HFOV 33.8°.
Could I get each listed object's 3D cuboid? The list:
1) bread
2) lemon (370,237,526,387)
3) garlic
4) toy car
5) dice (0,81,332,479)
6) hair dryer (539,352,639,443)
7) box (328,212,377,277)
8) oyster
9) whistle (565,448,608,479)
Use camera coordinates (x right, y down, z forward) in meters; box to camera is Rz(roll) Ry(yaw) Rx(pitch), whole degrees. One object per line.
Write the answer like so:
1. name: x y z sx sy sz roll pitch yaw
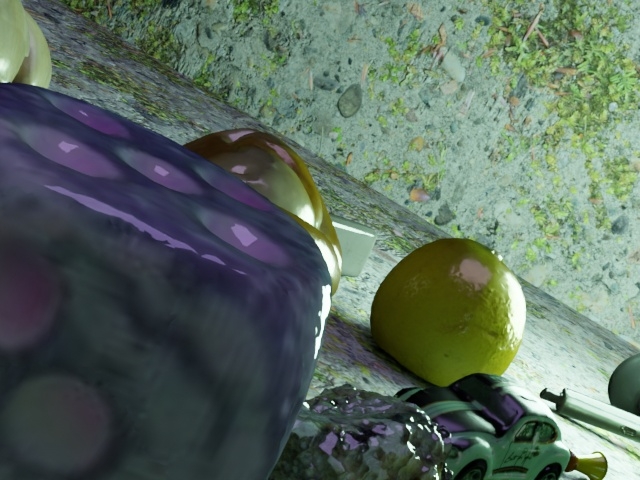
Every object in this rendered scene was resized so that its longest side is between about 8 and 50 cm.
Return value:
1. bread: -0.130 -0.016 1.261 0.329 0.245 0.424 27 14 -6
2. lemon: 0.209 0.105 1.636 0.240 0.219 0.240 30 7 -4
3. garlic: -0.586 -0.341 1.796 0.313 0.286 0.249 29 54 30
4. toy car: 0.200 0.231 1.293 0.306 0.125 0.136 19 15 -47
5. dice: -0.167 0.068 0.720 0.271 0.270 0.270 26 12 -14
6. hair dryer: 0.550 0.282 1.884 0.284 0.155 0.320 39 19 0
7. box: 0.000 0.000 1.881 0.055 0.103 0.244 31 10 40
8. oyster: 0.039 0.206 1.039 0.198 0.112 0.268 30 14 9
9. whistle: 0.358 0.313 1.529 0.109 0.046 0.057 18 29 -21
